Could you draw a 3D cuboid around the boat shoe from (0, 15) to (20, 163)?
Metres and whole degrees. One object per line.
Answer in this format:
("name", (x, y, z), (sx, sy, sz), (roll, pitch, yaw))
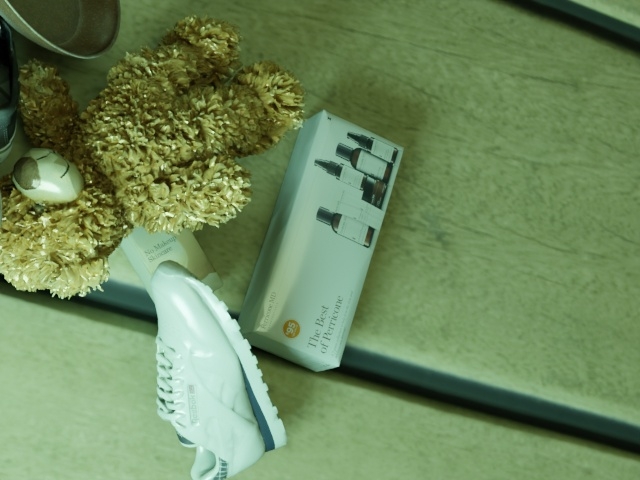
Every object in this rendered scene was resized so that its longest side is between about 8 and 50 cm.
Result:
("boat shoe", (-0.301, -0.168, 1.222), (0.080, 0.076, 0.228), (9, 46, -24))

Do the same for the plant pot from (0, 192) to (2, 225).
("plant pot", (-0.365, -0.015, 1.165), (0.167, 0.165, 0.166), (5, 79, -24))

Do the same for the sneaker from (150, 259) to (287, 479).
("sneaker", (-0.108, 0.123, 1.257), (0.095, 0.090, 0.235), (-30, 122, -13))

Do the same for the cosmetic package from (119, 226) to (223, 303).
("cosmetic package", (-0.148, 0.010, 1.324), (0.060, 0.041, 0.115), (-33, 94, -25))

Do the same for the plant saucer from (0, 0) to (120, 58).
("plant saucer", (-0.257, -0.248, 1.254), (0.198, 0.036, 0.198), (42, 35, -39))

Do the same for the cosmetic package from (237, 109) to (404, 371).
("cosmetic package", (0.000, 0.000, 1.382), (0.099, 0.060, 0.239), (22, 72, -18))

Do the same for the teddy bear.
("teddy bear", (-0.166, -0.093, 1.266), (0.338, 0.113, 0.245), (-24, 68, -22))
